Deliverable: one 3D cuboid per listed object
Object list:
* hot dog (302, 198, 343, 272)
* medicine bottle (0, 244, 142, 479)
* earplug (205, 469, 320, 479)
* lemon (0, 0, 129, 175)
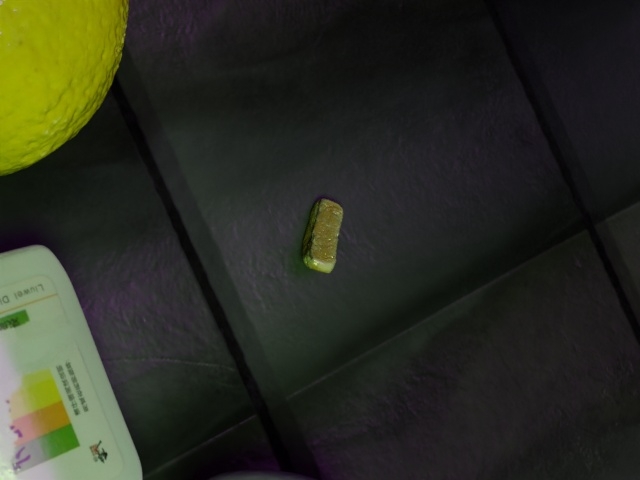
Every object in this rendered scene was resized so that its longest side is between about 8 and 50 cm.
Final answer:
[{"bbox_3d":[0.000,0.000,1.221,0.030,0.034,0.090,23,45,-14],"label":"hot dog"},{"bbox_3d":[-0.235,0.162,0.977,0.161,0.111,0.296,-18,88,-35],"label":"medicine bottle"},{"bbox_3d":[-0.006,0.334,1.052,0.214,0.175,0.325,-47,113,-37],"label":"earplug"},{"bbox_3d":[-0.270,-0.188,0.968,0.253,0.253,0.310,29,51,-23],"label":"lemon"}]
